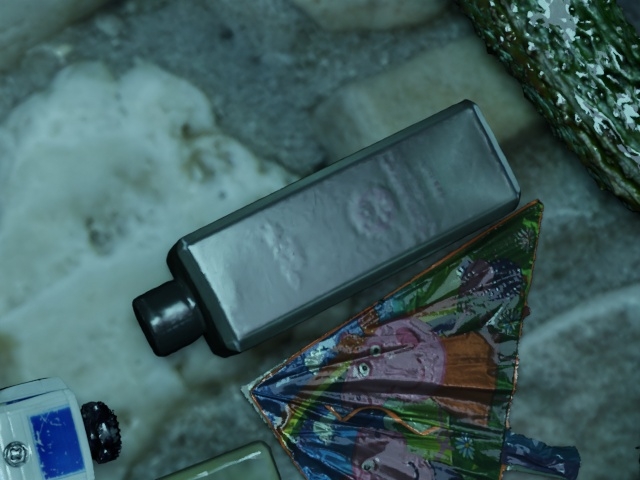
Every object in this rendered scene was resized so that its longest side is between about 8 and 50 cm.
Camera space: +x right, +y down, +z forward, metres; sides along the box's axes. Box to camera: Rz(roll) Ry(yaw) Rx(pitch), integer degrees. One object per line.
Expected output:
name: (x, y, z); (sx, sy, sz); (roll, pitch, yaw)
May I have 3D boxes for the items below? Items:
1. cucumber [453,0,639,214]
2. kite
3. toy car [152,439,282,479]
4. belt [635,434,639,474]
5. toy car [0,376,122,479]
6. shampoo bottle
cucumber: (0.149, -0.152, 0.869); (0.096, 0.096, 0.359); (-37, 94, -15)
kite: (0.062, 0.113, 0.852); (0.234, 0.016, 0.321); (12, 79, -9)
toy car: (-0.044, 0.312, 0.718); (0.242, 0.226, 0.336); (-21, 106, -1)
belt: (0.295, 0.045, 0.817); (0.359, 0.126, 0.094); (-57, 137, -28)
toy car: (-0.199, 0.129, 0.752); (0.171, 0.070, 0.080); (-12, 84, -25)
shampoo bottle: (0.000, 0.000, 0.818); (0.246, 0.079, 0.080); (-27, 88, -14)
